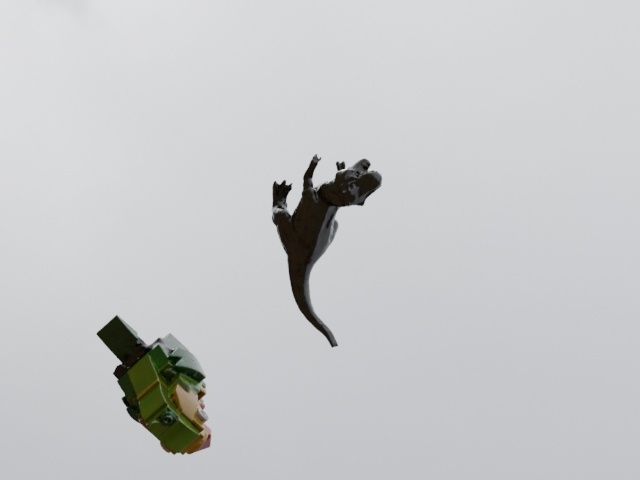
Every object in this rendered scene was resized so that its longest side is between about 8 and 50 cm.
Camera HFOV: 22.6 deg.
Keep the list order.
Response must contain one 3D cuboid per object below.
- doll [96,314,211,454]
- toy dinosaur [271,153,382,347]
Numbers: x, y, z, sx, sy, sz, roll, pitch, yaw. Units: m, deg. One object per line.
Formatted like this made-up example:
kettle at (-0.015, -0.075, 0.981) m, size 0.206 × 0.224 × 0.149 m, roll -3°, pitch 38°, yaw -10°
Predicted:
doll at (-0.202, 0.192, 2.043) m, size 0.134 × 0.106 × 0.186 m, roll 39°, pitch 15°, yaw -47°
toy dinosaur at (0.000, 0.000, 1.802) m, size 0.087 × 0.179 × 0.187 m, roll 8°, pitch -38°, yaw -20°
